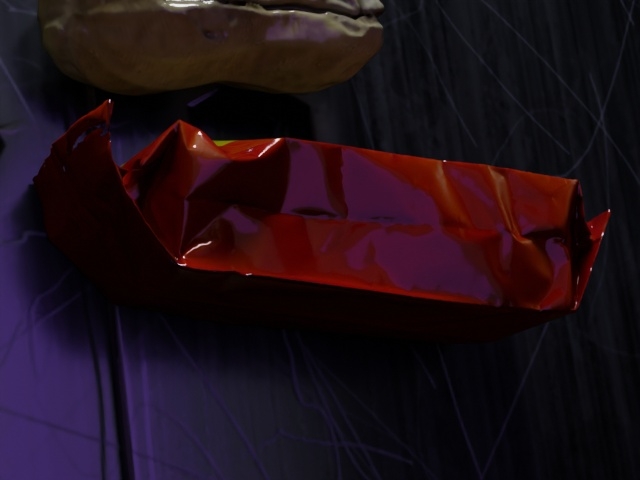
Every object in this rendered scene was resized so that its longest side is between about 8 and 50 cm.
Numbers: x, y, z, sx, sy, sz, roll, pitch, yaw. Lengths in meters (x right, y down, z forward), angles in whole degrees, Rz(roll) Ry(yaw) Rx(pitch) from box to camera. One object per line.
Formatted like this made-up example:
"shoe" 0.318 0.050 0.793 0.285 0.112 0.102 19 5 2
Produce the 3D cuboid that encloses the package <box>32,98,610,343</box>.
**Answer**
"package" 0.001 0.000 0.968 0.423 0.196 0.123 9 74 -21

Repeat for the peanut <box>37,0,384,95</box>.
"peanut" -0.081 -0.180 1.020 0.290 0.130 0.130 -4 78 -27
